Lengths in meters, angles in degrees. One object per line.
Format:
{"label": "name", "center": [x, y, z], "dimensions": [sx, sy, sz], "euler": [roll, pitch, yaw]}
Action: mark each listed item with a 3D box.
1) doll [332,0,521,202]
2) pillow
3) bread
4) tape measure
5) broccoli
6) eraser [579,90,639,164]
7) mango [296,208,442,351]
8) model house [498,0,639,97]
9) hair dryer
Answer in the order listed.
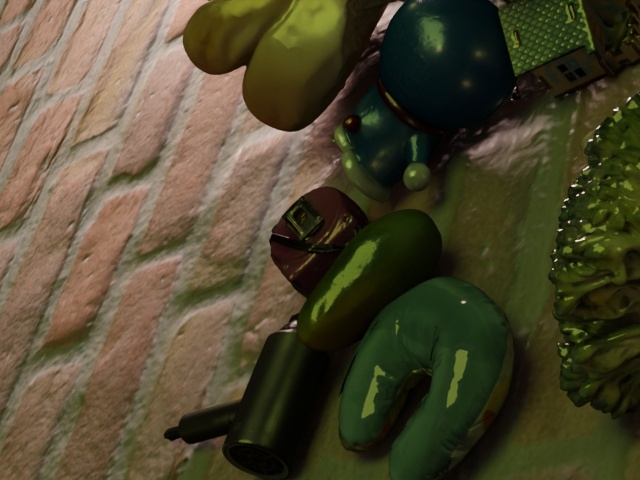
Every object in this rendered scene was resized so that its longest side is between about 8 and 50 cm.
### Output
{"label": "doll", "center": [0.122, -0.163, 2.032], "dimensions": [0.257, 0.161, 0.215], "euler": [-50, 42, 30]}
{"label": "pillow", "center": [0.100, 0.137, 1.781], "dimensions": [0.214, 0.086, 0.233], "euler": [-56, 30, -2]}
{"label": "bread", "center": [0.010, -0.344, 2.179], "dimensions": [0.424, 0.245, 0.329], "euler": [-60, 15, -21]}
{"label": "tape measure", "center": [0.000, 0.000, 2.052], "dimensions": [0.118, 0.074, 0.125], "euler": [-47, 34, 1]}
{"label": "broccoli", "center": [0.319, 0.015, 1.547], "dimensions": [0.245, 0.288, 0.248], "euler": [19, 40, 38]}
{"label": "eraser", "center": [0.413, -0.136, 1.699], "dimensions": [0.343, 0.078, 0.144], "euler": [-36, 34, 21]}
{"label": "mango", "center": [0.050, 0.043, 1.904], "dimensions": [0.191, 0.085, 0.122], "euler": [-42, -10, -3]}
{"label": "model house", "center": [0.263, -0.319, 1.951], "dimensions": [0.178, 0.206, 0.271], "euler": [-23, 39, 35]}
{"label": "hair dryer", "center": [-0.093, 0.174, 1.993], "dimensions": [0.248, 0.078, 0.195], "euler": [-19, 41, 47]}
